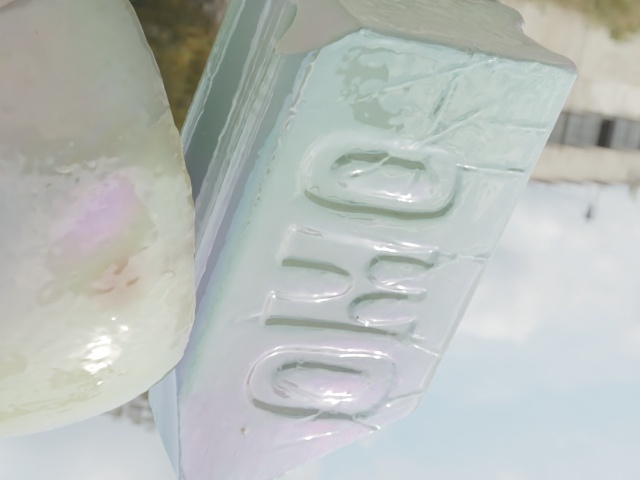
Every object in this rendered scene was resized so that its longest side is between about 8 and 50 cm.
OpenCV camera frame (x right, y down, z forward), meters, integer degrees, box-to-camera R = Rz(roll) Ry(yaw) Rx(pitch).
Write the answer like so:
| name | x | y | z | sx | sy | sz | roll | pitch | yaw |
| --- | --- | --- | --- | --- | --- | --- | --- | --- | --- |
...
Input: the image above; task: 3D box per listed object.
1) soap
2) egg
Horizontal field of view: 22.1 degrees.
| name | x | y | z | sx | sy | sz | roll | pitch | yaw |
| --- | --- | --- | --- | --- | --- | --- | --- | --- | --- |
| soap | 0.000 | 0.000 | 1.077 | 0.208 | 0.347 | 0.115 | 8 | -151 | -29 |
| egg | -0.172 | -0.001 | 0.721 | 0.161 | 0.206 | 0.271 | -25 | 176 | -28 |
